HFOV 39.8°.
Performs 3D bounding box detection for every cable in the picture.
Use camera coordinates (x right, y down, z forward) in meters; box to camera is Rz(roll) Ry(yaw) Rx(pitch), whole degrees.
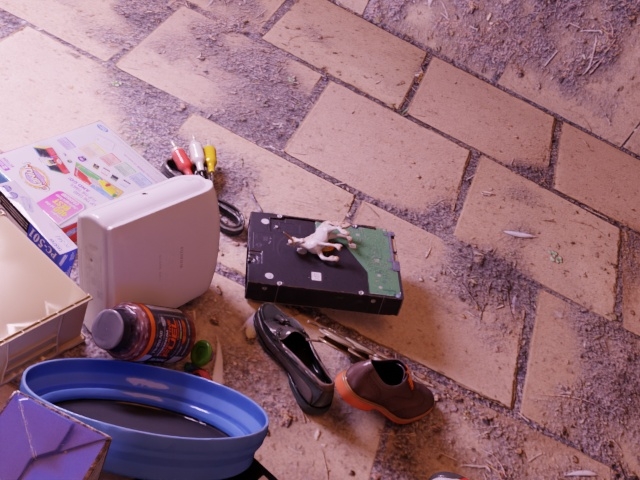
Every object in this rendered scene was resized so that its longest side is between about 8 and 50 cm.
[{"bbox_3d":[-0.271,-0.129,2.029,0.139,0.072,0.287,-8,50,-30],"label":"cable"}]

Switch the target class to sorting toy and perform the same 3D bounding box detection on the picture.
[{"bbox_3d":[-0.218,0.239,1.645,0.042,0.061,0.102,27,65,-49],"label":"sorting toy"}]

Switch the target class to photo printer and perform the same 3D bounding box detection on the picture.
[{"bbox_3d":[-0.313,0.021,1.687,0.107,0.256,0.307,23,31,30],"label":"photo printer"}]

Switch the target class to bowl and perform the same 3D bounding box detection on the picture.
[{"bbox_3d":[-0.277,0.277,1.391,0.391,0.077,0.391,13,3,-1],"label":"bowl"}]

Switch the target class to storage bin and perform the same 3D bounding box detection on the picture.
[{"bbox_3d":[-0.582,0.107,1.530,0.262,0.123,0.260,41,40,16],"label":"storage bin"}]

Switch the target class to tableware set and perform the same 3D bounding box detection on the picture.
[{"bbox_3d":[0.051,0.219,1.781,0.128,0.039,0.194,27,-1,31],"label":"tableware set"}]

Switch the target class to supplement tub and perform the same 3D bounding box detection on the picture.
[{"bbox_3d":[-0.316,0.165,1.573,0.106,0.106,0.198,48,14,25],"label":"supplement tub"}]

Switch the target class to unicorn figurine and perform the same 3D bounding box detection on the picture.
[{"bbox_3d":[0.000,0.000,1.919,0.111,0.060,0.162,18,25,19],"label":"unicorn figurine"}]

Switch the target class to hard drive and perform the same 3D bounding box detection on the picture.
[{"bbox_3d":[0.005,0.050,1.948,0.338,0.064,0.237,6,41,-9],"label":"hard drive"}]

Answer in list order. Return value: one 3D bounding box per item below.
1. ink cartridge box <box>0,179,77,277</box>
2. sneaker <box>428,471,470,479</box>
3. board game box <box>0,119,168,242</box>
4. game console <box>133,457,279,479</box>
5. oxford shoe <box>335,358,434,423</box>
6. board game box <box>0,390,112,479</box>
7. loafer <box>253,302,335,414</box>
[{"bbox_3d":[-0.555,-0.013,1.703,0.207,0.097,0.046,42,40,19],"label":"ink cartridge box"},{"bbox_3d":[0.281,0.538,1.567,0.270,0.090,0.145,40,37,12],"label":"sneaker"},{"bbox_3d":[-0.515,-0.127,1.886,0.242,0.064,0.316,40,40,17],"label":"board game box"},{"bbox_3d":[-0.147,0.496,1.401,0.386,0.060,0.342,40,33,15],"label":"game console"},{"bbox_3d":[0.152,0.290,1.728,0.271,0.098,0.097,19,37,-46],"label":"oxford shoe"},{"bbox_3d":[-0.406,0.378,1.151,0.141,0.291,0.232,27,48,0],"label":"board game box"},{"bbox_3d":[-0.044,0.215,1.752,0.096,0.084,0.267,-9,50,-35],"label":"loafer"}]
